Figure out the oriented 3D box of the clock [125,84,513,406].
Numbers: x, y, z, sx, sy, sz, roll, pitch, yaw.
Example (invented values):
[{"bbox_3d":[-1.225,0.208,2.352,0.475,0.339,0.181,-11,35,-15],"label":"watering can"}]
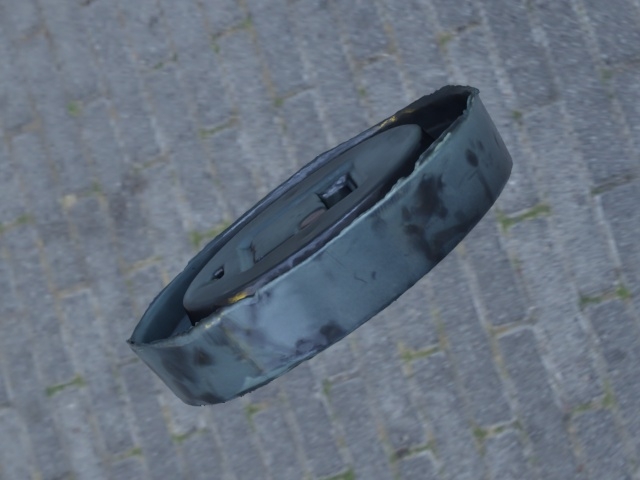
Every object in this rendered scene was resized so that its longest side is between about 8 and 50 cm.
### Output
[{"bbox_3d":[0.000,0.000,1.104,0.325,0.325,0.067,-32,102,23],"label":"clock"}]
